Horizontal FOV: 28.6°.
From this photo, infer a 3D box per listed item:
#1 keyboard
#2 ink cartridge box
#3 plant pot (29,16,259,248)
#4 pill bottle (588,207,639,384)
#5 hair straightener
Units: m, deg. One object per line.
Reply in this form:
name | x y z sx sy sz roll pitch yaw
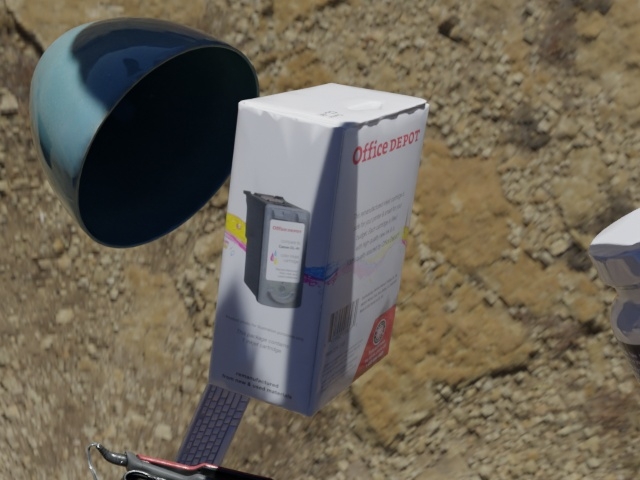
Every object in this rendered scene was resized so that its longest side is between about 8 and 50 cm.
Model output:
keyboard | -0.127 0.219 1.588 0.072 0.014 0.256 14 106 -36
ink cartridge box | 0.000 0.000 1.331 0.131 0.226 0.306 14 107 23
plant pot | -0.246 -0.164 1.562 0.290 0.290 0.195 -40 62 -21
pill bottle | 0.362 0.096 1.167 0.153 0.153 0.264 -34 103 -20
hair straightener | -0.169 0.285 1.473 0.230 0.089 0.047 18 112 4
